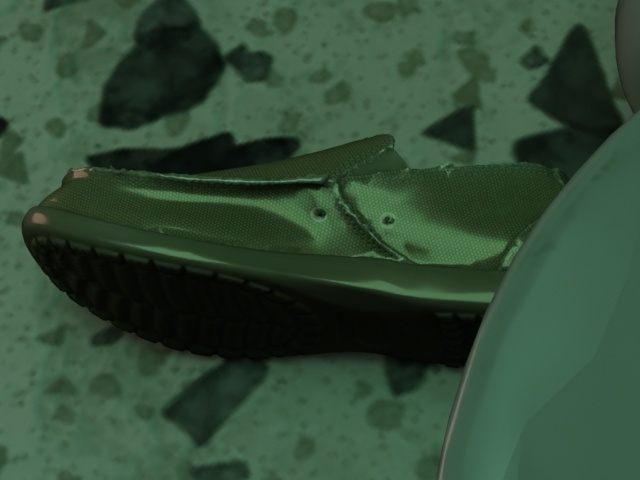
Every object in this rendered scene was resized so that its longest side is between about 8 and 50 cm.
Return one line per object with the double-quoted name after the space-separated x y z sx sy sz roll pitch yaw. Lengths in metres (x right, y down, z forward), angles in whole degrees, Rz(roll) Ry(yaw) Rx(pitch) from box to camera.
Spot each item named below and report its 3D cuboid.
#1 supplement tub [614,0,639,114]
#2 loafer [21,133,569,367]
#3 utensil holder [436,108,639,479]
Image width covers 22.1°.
0.275 -0.191 0.725 0.241 0.241 0.331 11 66 13 "supplement tub"
0.000 0.000 0.751 0.268 0.102 0.092 8 63 1 "loafer"
0.191 0.151 0.481 0.327 0.385 0.327 -3 63 7 "utensil holder"
